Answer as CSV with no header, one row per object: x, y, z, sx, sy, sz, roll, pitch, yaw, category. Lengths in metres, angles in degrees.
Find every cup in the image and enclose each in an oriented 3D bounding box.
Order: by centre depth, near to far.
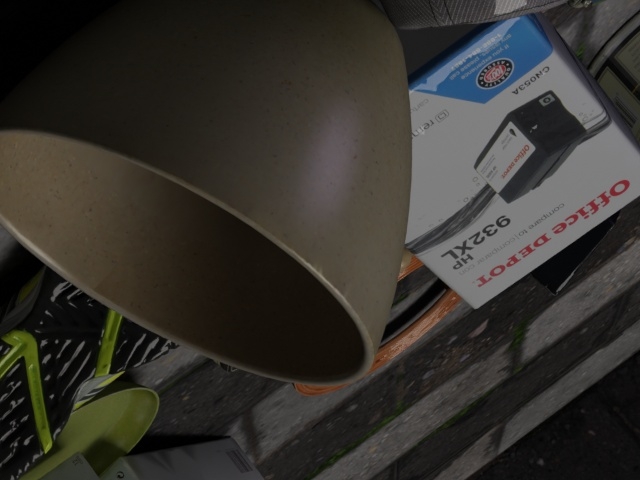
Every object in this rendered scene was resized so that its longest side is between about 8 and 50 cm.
-0.063,-0.078,1.382,0.331,0.331,0.237,89,26,-66,cup

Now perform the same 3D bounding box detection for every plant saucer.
-0.282,0.225,1.996,0.241,0.037,0.241,-35,160,-15,plant saucer

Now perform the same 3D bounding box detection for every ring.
0.094,0.079,2.365,0.337,0.032,0.336,-34,161,-13,ring

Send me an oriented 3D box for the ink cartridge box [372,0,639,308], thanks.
0.136,-0.102,1.685,0.223,0.129,0.307,-36,138,12,ink cartridge box

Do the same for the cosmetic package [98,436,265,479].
-0.243,0.374,2.262,0.284,0.097,0.377,-41,167,12,cosmetic package

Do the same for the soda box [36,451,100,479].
-0.221,0.334,1.962,0.074,0.216,0.069,-35,160,-14,soda box

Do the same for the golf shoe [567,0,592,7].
0.258,-0.312,1.772,0.176,0.069,0.086,-61,-166,21,golf shoe

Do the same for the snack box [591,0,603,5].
0.378,-0.315,1.839,0.207,0.070,0.174,-26,-176,-34,snack box

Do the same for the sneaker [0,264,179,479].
-0.219,0.066,1.657,0.385,0.145,0.147,-38,-164,-5,sneaker

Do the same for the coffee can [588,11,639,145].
0.470,-0.140,2.185,0.201,0.275,0.201,-34,161,-14,coffee can

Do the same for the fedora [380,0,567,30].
0.119,-0.233,1.359,0.244,0.124,0.275,-8,-156,24,fedora

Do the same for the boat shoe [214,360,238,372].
-0.018,0.096,2.130,0.223,0.073,0.080,-29,158,-27,boat shoe

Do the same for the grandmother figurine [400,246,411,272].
0.000,0.000,1.932,0.207,0.104,0.342,-65,159,-8,grandmother figurine

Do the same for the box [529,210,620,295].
0.217,-0.048,1.971,0.103,0.184,0.261,-52,175,10,box
